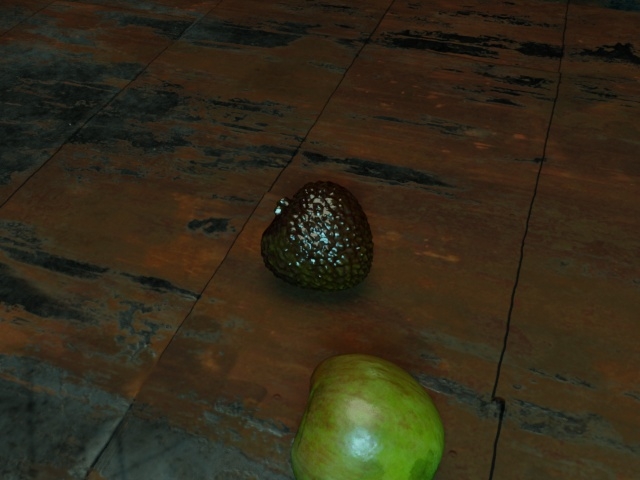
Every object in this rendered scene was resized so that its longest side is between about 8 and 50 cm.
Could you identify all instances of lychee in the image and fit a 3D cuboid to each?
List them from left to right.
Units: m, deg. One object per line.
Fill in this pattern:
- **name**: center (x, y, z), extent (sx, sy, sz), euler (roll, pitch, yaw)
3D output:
- **lychee**: center (-0.002, -0.006, 1.060), extent (0.195, 0.194, 0.194), euler (-1, 43, 1)

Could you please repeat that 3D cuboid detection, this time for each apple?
- **apple**: center (0.058, 0.241, 0.791), extent (0.196, 0.196, 0.196), euler (-1, 43, 1)
